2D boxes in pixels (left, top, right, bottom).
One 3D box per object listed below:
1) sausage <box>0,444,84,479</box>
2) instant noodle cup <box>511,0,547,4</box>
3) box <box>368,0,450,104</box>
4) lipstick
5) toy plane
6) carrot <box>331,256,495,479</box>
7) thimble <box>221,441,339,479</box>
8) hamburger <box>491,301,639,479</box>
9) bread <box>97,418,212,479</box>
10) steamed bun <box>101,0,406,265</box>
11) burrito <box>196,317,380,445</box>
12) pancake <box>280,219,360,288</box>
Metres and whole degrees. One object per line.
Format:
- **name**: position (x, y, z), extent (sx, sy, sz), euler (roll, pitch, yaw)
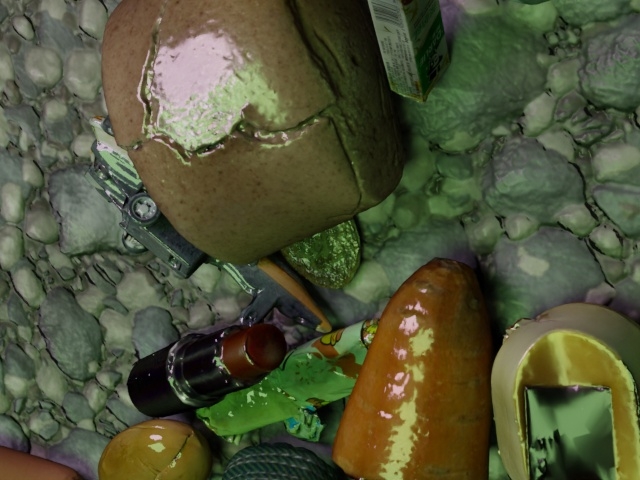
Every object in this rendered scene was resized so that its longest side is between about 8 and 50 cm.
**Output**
- **sausage**: position (-0.415, 0.299, 1.866), extent (0.289, 0.086, 0.086), euler (10, 115, 30)
- **instant noodle cup**: position (0.095, -0.365, 1.179), extent (0.307, 0.294, 0.294), euler (27, 122, 29)
- **box**: position (0.076, -0.192, 1.301), extent (0.041, 0.050, 0.207), euler (24, 164, 19)
- **lipstick**: position (-0.121, 0.135, 1.559), extent (0.081, 0.081, 0.299), euler (60, 150, -3)
- **toy plane**: position (-0.124, 0.004, 1.547), extent (0.316, 0.103, 0.204), euler (46, 159, 7)
- **carrot**: position (0.099, 0.125, 1.445), extent (0.159, 0.159, 0.225), euler (13, 104, 27)
- **thimble**: position (-0.047, 0.283, 1.608), extent (0.135, 0.090, 0.118), euler (-10, 129, 27)
- **hamburger**: position (0.245, 0.161, 1.388), extent (0.173, 0.116, 0.210), euler (-7, 101, 22)
- **bread**: position (-0.195, 0.265, 1.703), extent (0.114, 0.077, 0.189), euler (24, 141, -21)
- **steamed bun**: position (-0.076, -0.134, 1.402), extent (0.251, 0.199, 0.301), euler (-23, 95, 36)
- **burrito**: position (-0.019, 0.167, 1.589), extent (0.288, 0.054, 0.104), euler (-26, 97, 35)
- **pancake**: position (0.000, -0.001, 1.525), extent (0.108, 0.017, 0.108), euler (13, 117, 27)
